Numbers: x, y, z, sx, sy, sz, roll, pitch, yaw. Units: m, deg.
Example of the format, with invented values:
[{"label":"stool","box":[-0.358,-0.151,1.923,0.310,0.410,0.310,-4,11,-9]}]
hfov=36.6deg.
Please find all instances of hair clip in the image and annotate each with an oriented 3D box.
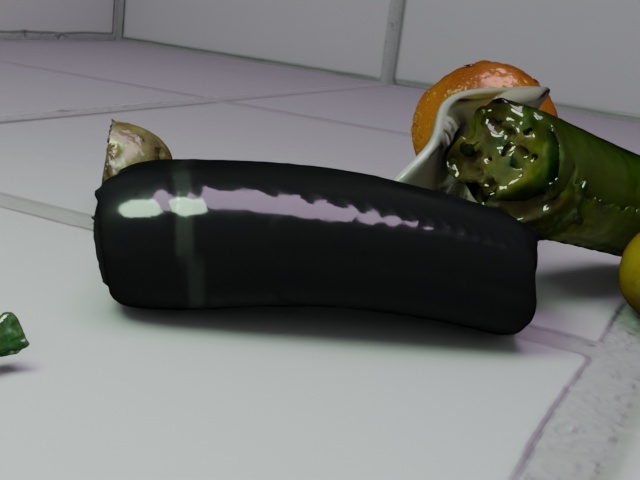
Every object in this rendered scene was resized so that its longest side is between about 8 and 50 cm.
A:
[{"label":"hair clip","box":[0.156,-0.069,1.061,0.113,0.172,0.282,19,29,13]}]

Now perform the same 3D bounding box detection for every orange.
[{"label":"orange","box":[0.215,-0.136,1.273,0.193,0.193,0.161,10,50,10]}]

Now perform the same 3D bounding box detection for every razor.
[{"label":"razor","box":[-0.001,-0.002,0.781,0.349,0.113,0.204,5,11,-7]}]

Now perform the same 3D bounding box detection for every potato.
[{"label":"potato","box":[-0.182,-0.070,1.005,0.089,0.100,0.172,9,11,-11]}]

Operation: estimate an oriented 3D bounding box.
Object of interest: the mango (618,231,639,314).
[{"label":"mango","box":[0.341,0.029,0.860,0.137,0.098,0.195,9,9,24]}]

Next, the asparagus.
[{"label":"asparagus","box":[0.286,-0.038,0.948,0.382,0.108,0.128,13,15,-41]}]

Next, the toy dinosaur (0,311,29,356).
[{"label":"toy dinosaur","box":[-0.320,0.055,0.506,0.447,0.087,0.301,13,22,29]}]
